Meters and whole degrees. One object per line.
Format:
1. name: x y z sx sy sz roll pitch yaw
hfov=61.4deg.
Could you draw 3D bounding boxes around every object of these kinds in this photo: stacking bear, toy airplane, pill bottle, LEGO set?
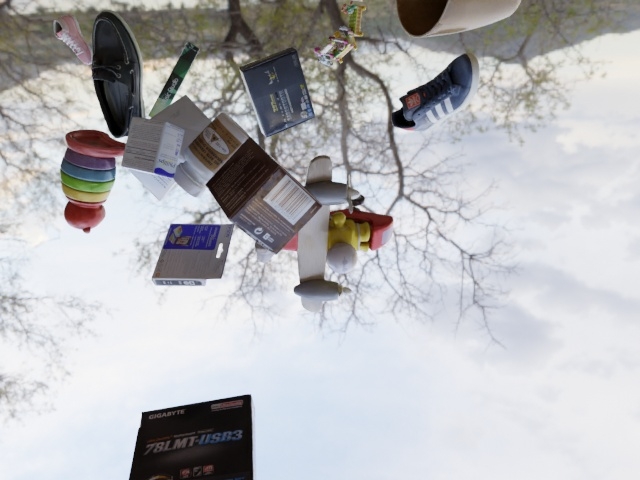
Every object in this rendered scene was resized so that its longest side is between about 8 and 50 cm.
1. stacking bear: -0.694 -0.167 1.613 0.176 0.288 0.164 27 -157 24
2. toy airplane: 0.000 0.000 1.521 0.384 0.386 0.272 -45 -142 6
3. pill bottle: -0.305 -0.235 1.512 0.229 0.131 0.131 -45 -153 7
4. LEGO set: 0.062 -0.704 1.790 0.107 0.287 0.132 -7 -125 -38

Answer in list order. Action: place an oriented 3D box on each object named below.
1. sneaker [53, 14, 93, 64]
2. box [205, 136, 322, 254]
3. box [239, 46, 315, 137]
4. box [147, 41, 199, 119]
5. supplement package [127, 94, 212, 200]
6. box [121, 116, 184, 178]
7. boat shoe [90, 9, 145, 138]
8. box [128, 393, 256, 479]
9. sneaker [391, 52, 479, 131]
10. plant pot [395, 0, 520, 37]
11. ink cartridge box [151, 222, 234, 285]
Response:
1. sneaker: -0.677 -0.541 1.463 0.051 0.134 0.070 -10 -159 29
2. box: -0.138 -0.107 1.288 0.167 0.168 0.203 -47 -141 3
3. box: -0.134 -0.469 1.714 0.184 0.232 0.059 -24 -145 -10
4. box: -0.585 -0.610 2.121 0.059 0.321 0.232 27 180 -21
5. supplement package: -0.475 -0.289 1.730 0.293 0.175 0.177 -32 -165 51
6. box: -0.435 -0.241 1.400 0.126 0.137 0.072 14 -179 30
7. boat shoe: -0.560 -0.434 1.455 0.127 0.339 0.113 14 -143 9
8. box: -0.305 0.530 1.313 0.296 0.073 0.293 -8 -143 -2
9. sneaker: 0.323 -0.419 1.580 0.148 0.131 0.350 -5 162 -21
10. plant pot: 0.349 -0.606 1.296 0.255 0.236 0.237 -6 -156 -24
11. ink cartridge box: -0.362 0.039 1.569 0.209 0.045 0.206 0 -129 9
